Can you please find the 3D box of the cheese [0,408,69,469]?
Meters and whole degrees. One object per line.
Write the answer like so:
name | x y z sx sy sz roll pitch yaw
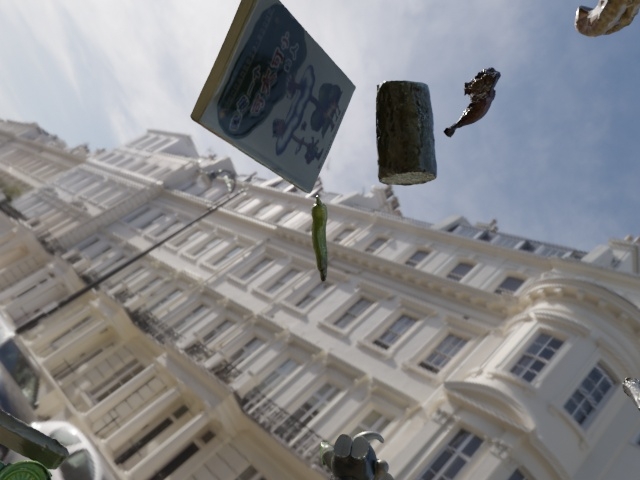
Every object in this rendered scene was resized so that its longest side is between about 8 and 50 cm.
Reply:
cheese | -0.615 0.280 0.962 0.400 0.034 0.085 36 -47 -15

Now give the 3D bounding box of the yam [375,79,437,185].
yam | 0.151 -0.201 1.016 0.107 0.107 0.194 -21 -112 61

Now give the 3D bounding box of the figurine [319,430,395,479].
figurine | 0.065 0.400 0.965 0.147 0.126 0.192 -5 -53 10

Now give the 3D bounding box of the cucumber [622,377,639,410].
cucumber | 0.487 0.238 0.852 0.033 0.034 0.135 61 16 4

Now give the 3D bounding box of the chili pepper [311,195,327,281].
chili pepper | 0.000 0.000 1.319 0.049 0.043 0.208 -22 -114 45

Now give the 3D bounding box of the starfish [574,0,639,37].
starfish | 0.188 -0.283 0.334 0.113 0.303 0.312 -131 -137 -67

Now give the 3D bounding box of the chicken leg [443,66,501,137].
chicken leg | 0.251 -0.227 0.920 0.062 0.145 0.037 14 -22 34

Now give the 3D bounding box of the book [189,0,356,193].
book | -0.066 -0.266 1.078 0.043 0.260 0.371 21 -3 33

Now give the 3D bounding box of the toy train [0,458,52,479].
toy train | -0.494 0.487 0.929 0.272 0.188 0.159 47 -37 -5
